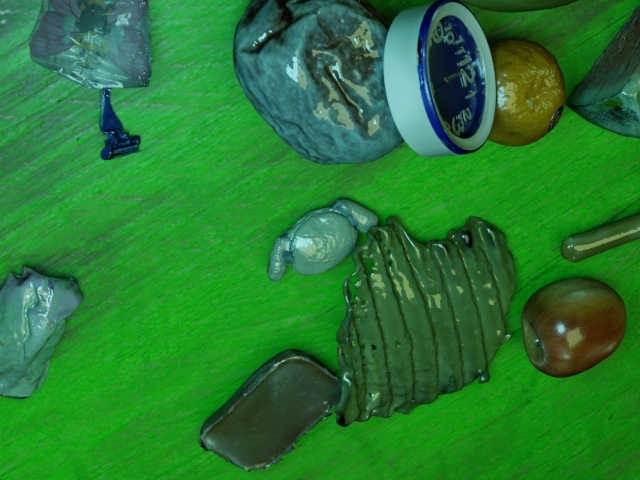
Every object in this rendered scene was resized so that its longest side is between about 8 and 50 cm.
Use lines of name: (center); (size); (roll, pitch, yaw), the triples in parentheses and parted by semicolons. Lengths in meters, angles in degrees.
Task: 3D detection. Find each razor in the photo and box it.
razor: (-0.311, -0.288, 1.747); (0.056, 0.093, 0.324); (13, 108, 20)

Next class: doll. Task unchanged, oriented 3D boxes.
doll: (0.000, 0.000, 1.923); (0.214, 0.071, 0.104); (-29, 117, -6)

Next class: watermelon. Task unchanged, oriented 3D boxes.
watermelon: (0.541, -0.305, 1.884); (0.139, 0.193, 0.257); (26, 90, -22)

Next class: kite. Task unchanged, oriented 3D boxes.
kite: (-0.321, -0.401, 1.681); (0.204, 0.022, 0.361); (15, 107, 9)

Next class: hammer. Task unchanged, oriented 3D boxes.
hammer: (0.575, -0.026, 2.035); (0.305, 0.113, 0.202); (-21, 112, 2)

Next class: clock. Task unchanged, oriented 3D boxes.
clock: (0.180, -0.239, 1.697); (0.083, 0.230, 0.230); (-7, 121, 33)

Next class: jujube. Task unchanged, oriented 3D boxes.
jujube: (0.004, -0.261, 1.739); (0.246, 0.215, 0.308); (-35, 111, -9)

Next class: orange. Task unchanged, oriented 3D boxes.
orange: (0.313, -0.241, 1.853); (0.177, 0.155, 0.178); (-12, 118, -25)

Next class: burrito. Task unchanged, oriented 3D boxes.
burrito: (-0.489, 0.152, 1.865); (0.143, 0.089, 0.229); (23, 107, -23)

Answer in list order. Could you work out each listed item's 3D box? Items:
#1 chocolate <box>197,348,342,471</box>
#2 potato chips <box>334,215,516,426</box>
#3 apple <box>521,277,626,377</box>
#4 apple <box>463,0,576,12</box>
chocolate: (-0.087, 0.290, 2.016); (0.261, 0.083, 0.161); (-42, 119, 11)
potato chips: (0.171, 0.152, 2.004); (0.373, 0.097, 0.390); (-4, 112, -29)
apple: (0.457, 0.151, 2.043); (0.199, 0.199, 0.199); (-5, 113, -11)
apple: (0.297, -0.495, 1.646); (0.357, 0.357, 0.358); (-5, 113, -11)
